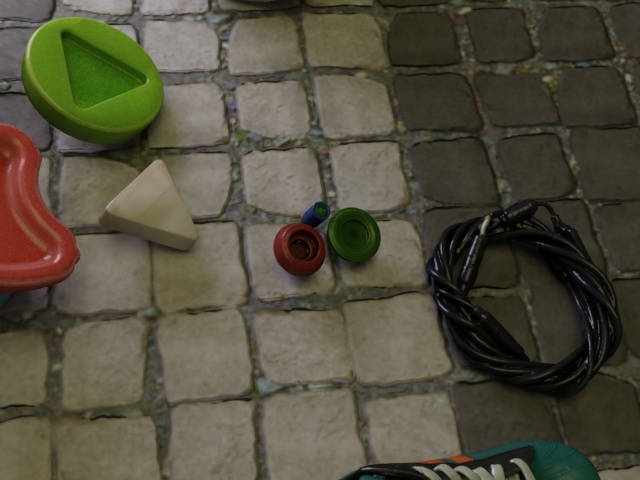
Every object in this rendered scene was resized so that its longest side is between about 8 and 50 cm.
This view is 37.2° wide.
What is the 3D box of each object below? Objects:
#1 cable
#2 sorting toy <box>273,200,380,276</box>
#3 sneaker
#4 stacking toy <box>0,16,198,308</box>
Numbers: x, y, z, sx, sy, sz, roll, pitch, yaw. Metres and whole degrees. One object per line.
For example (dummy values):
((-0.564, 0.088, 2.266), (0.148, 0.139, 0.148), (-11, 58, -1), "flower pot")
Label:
((0.178, 0.051, 0.833), (0.150, 0.047, 0.185), (-12, 64, -12), "cable")
((0.000, 0.000, 0.851), (0.102, 0.042, 0.061), (-12, 78, -25), "sorting toy")
((0.082, 0.212, 0.692), (0.302, 0.121, 0.108), (-15, 64, -14), "sneaker")
((-0.277, -0.070, 0.846), (0.279, 0.130, 0.309), (-1, 61, -37), "stacking toy")
